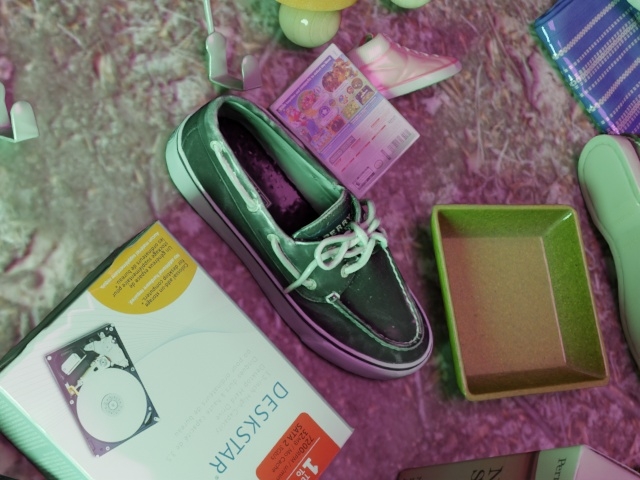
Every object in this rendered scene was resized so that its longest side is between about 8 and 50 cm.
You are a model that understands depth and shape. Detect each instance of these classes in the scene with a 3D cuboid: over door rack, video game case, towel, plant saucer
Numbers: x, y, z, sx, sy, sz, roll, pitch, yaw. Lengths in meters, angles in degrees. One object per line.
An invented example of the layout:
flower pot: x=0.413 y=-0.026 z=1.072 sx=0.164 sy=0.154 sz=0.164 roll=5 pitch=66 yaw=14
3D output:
over door rack: x=-0.207 y=-0.256 z=0.897 sx=0.239 sy=0.108 sz=0.324 roll=-20 pitch=101 yaw=-34
video game case: x=0.023 y=-0.111 z=1.017 sx=0.122 sy=0.011 sz=0.087 roll=45 pitch=84 yaw=-12
towel: x=0.409 y=-0.181 z=1.281 sx=0.243 sy=0.040 sz=0.336 roll=-42 pitch=99 yaw=-33
plant saucer: x=0.187 y=0.060 z=1.066 sx=0.188 sy=0.045 sz=0.188 roll=-1 pitch=76 yaw=-31

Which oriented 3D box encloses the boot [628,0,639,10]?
boot: x=0.441 y=-0.296 z=1.208 sx=0.244 sy=0.176 sz=0.088 roll=48 pitch=61 yaw=-11

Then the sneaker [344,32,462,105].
sneaker: x=0.079 y=-0.178 z=1.069 sx=0.134 sy=0.051 sz=0.070 roll=-22 pitch=93 yaw=-30

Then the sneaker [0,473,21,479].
sneaker: x=-0.261 y=0.178 z=0.734 sx=0.188 sy=0.078 sz=0.067 roll=25 pitch=64 yaw=-24

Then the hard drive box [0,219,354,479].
hard drive box: x=-0.118 y=0.132 z=0.831 sx=0.232 sy=0.089 sz=0.181 roll=48 pitch=57 yaw=-11

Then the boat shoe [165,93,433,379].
boat shoe: x=0.002 y=-0.003 z=0.935 sx=0.306 sy=0.105 sz=0.113 roll=51 pitch=56 yaw=-8

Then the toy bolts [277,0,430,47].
toy bolts: x=0.024 y=-0.299 z=1.055 sx=0.228 sy=0.158 sz=0.218 roll=-14 pitch=43 yaw=-24

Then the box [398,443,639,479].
box: x=0.159 y=0.264 z=0.872 sx=0.127 sy=0.232 sz=0.149 roll=31 pitch=60 yaw=-21

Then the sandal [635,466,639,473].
sandal: x=0.315 y=0.305 z=1.073 sx=0.072 sy=0.049 sz=0.180 roll=41 pitch=44 yaw=-21

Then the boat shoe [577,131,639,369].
boat shoe: x=0.368 y=0.027 z=1.150 sx=0.091 sy=0.109 sz=0.305 roll=-8 pitch=76 yaw=-28
